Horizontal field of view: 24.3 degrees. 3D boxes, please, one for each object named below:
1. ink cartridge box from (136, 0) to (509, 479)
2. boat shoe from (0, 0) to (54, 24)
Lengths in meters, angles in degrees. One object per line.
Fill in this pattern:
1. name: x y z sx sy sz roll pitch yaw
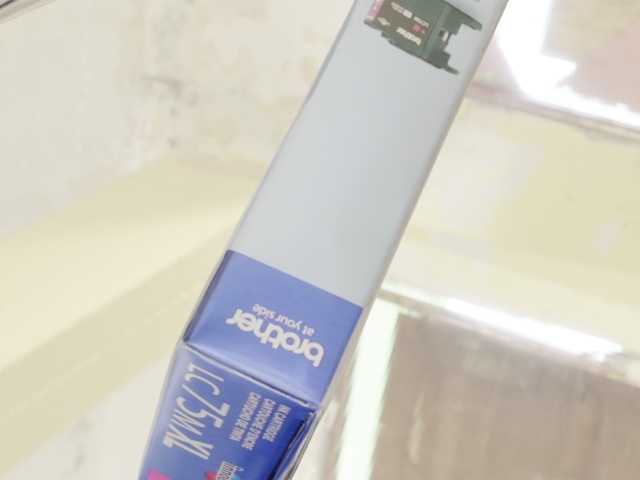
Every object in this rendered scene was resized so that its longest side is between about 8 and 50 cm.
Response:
1. ink cartridge box: 0.000 0.000 0.603 0.186 0.065 0.311 114 179 -62
2. boat shoe: -0.143 -0.076 0.284 0.127 0.340 0.158 62 -160 -3
